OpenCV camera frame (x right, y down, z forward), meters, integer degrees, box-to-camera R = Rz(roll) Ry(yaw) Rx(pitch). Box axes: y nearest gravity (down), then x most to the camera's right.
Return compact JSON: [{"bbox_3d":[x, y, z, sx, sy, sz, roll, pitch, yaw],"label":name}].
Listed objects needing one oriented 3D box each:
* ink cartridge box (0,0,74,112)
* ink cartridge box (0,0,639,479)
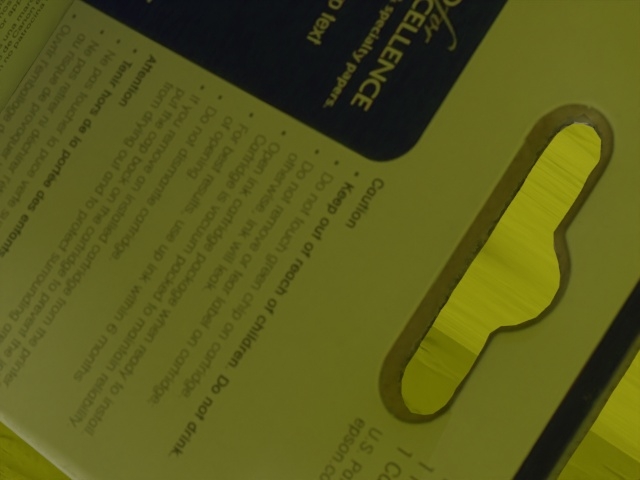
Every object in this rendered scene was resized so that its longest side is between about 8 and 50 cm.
[{"bbox_3d":[-0.110,-0.120,0.314,0.127,0.128,0.176,33,176,15],"label":"ink cartridge box"},{"bbox_3d":[-0.058,-0.050,0.446,0.371,0.175,0.069,31,177,36],"label":"ink cartridge box"}]
